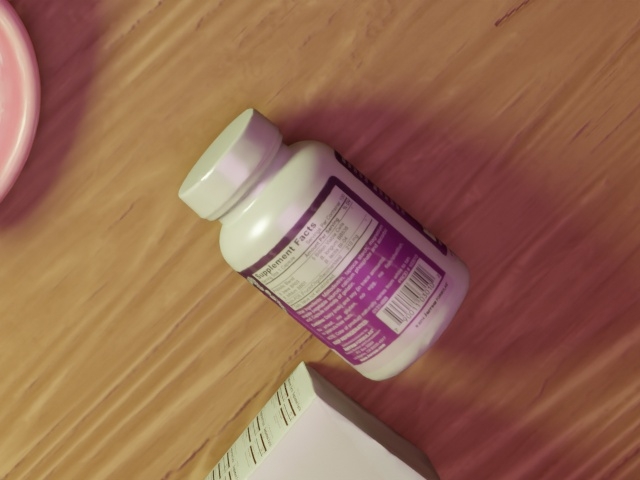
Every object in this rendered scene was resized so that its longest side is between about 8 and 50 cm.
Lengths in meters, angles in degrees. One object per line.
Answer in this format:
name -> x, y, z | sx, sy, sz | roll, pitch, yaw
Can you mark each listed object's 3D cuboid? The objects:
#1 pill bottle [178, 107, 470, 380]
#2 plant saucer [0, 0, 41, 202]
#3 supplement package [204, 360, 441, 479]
pill bottle -> 0.000, 0.000, 1.886 | 0.301, 0.169, 0.169 | 40, 95, -12
plant saucer -> -0.450, -0.138, 1.790 | 0.332, 0.084, 0.332 | -17, 121, -32
supplement package -> -0.004, 0.283, 1.952 | 0.194, 0.149, 0.203 | 39, 95, -12
